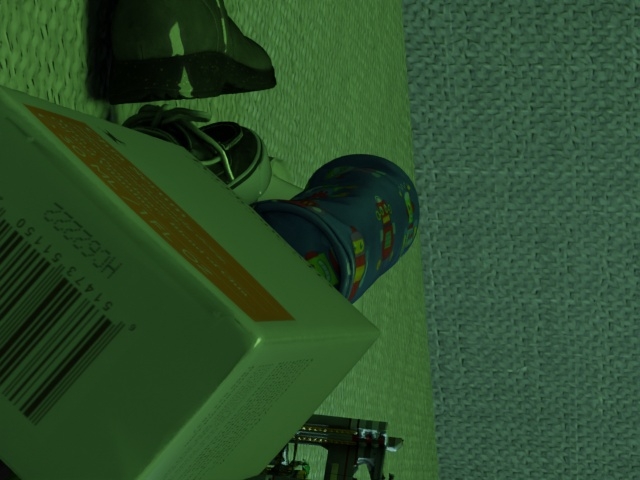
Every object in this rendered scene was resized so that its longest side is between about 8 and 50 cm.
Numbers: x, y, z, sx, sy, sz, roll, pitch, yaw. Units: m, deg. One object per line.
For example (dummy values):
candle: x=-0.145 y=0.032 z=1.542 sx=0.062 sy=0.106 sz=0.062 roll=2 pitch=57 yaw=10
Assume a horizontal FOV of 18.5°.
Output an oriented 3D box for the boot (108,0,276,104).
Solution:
boot: x=-0.117 y=-0.240 z=1.771 sx=0.338 sy=0.118 sz=0.223 roll=-43 pitch=128 yaw=-82

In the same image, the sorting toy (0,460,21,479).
sorting toy: x=-0.217 y=0.122 z=1.366 sx=0.126 sy=0.127 sz=0.365 roll=65 pitch=7 yaw=13

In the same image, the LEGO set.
LEGO set: x=-0.005 y=0.344 z=2.158 sx=0.331 sy=0.192 sz=0.255 roll=-79 pitch=173 yaw=-45

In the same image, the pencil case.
pencil case: x=0.000 y=0.000 z=1.785 sx=0.306 sy=0.133 sz=0.119 roll=-35 pitch=116 yaw=-71

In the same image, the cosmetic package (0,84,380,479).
cosmetic package: x=-0.121 y=0.046 z=1.325 sx=0.161 sy=0.230 sz=0.453 roll=-48 pitch=172 yaw=5

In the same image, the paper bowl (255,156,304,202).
paper bowl: x=-0.059 y=0.053 z=2.020 sx=0.284 sy=0.148 sz=0.284 roll=0 pitch=90 yaw=-79

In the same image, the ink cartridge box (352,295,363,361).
ink cartridge box: x=-0.024 y=0.042 z=2.221 sx=0.082 sy=0.139 sz=0.191 roll=21 pitch=71 yaw=-80

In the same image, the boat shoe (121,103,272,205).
boat shoe: x=-0.133 y=-0.065 z=1.700 sx=0.306 sy=0.113 sz=0.105 roll=-39 pitch=125 yaw=-56
